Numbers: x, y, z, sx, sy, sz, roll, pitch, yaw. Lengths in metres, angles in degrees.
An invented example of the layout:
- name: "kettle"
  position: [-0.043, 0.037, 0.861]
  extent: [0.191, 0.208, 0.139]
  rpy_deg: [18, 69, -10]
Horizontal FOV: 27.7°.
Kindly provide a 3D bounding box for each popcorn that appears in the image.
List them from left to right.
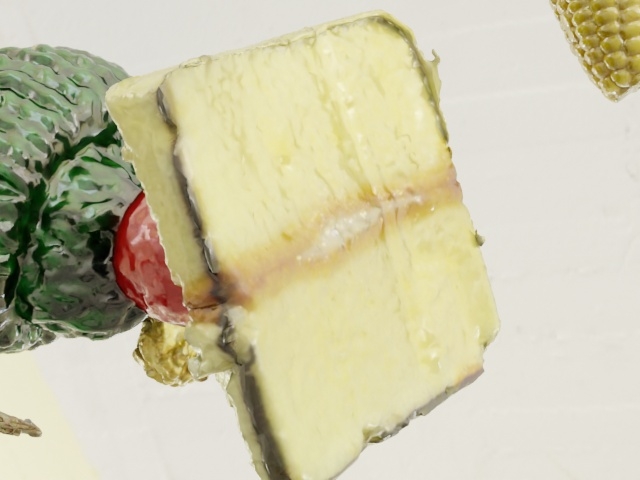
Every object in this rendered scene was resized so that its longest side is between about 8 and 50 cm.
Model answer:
- name: "popcorn"
  position: [-0.120, 0.085, 1.117]
  extent: [0.083, 0.082, 0.057]
  rpy_deg: [7, -25, -36]

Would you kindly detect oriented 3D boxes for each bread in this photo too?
- name: "bread"
  position: [0.000, 0.000, 0.790]
  extent: [0.198, 0.236, 0.263]
  rpy_deg: [-18, -82, 10]

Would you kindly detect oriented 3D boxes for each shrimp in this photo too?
- name: "shrimp"
  position: [-0.335, 0.187, 1.299]
  extent: [0.127, 0.091, 0.025]
  rpy_deg: [17, -78, -29]

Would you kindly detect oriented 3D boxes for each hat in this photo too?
- name: "hat"
  position: [-0.172, -0.012, 1.063]
  extent: [0.332, 0.274, 0.242]
  rpy_deg: [16, -25, 28]

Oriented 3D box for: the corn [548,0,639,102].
- name: "corn"
  position: [0.191, -0.250, 0.958]
  extent: [0.106, 0.106, 0.305]
  rpy_deg: [-19, -101, 27]
